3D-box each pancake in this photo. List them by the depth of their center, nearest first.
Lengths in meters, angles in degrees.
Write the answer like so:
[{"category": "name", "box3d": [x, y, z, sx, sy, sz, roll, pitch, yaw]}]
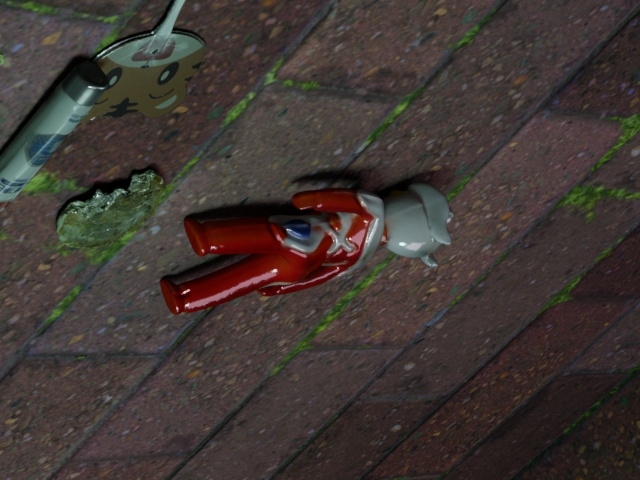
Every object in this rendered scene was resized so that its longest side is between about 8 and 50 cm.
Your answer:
[{"category": "pancake", "box3d": [-0.228, -0.030, 2.171, 0.129, 0.023, 0.116, -19, 155, -24]}]

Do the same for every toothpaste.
[{"category": "toothpaste", "box3d": [-0.288, -0.090, 1.980, 0.062, 0.039, 0.239, -10, 151, -51]}]

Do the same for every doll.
[{"category": "doll", "box3d": [0.000, 0.000, 2.406, 0.384, 0.099, 0.188, -8, 148, -28]}]

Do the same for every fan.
[{"category": "fan", "box3d": [-0.164, -0.189, 1.965, 0.152, 0.008, 0.227, -10, 149, -37]}]

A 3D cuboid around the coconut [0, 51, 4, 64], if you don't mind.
[{"category": "coconut", "box3d": [-0.323, -0.156, 1.765, 0.096, 0.088, 0.088, -6, 161, 17]}]
